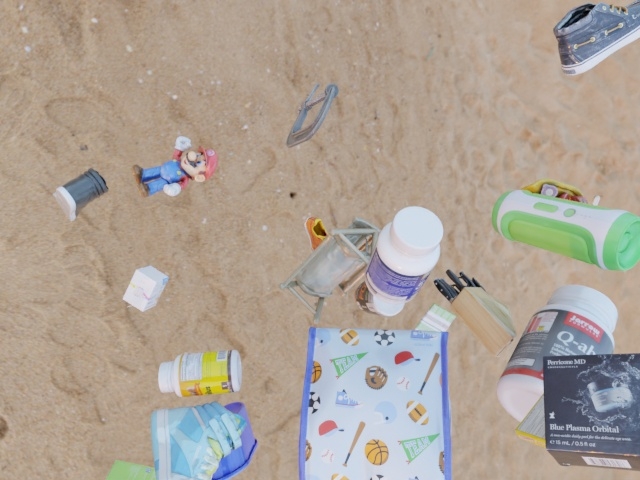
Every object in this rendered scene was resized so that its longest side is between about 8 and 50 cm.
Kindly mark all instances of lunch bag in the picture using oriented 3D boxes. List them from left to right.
[{"bbox_3d":[0.125,0.411,1.099,0.239,0.328,0.385,69,22,-58],"label":"lunch bag"}]

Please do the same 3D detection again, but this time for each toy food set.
[{"bbox_3d":[0.640,-0.083,1.317,0.071,0.218,0.128,-71,177,-58],"label":"toy food set"}]

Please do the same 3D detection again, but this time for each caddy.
[{"bbox_3d":[-0.315,0.602,1.411,0.341,0.242,0.179,39,36,-86],"label":"caddy"}]

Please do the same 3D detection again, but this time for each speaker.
[{"bbox_3d":[0.525,-0.029,1.065,0.131,0.297,0.131,-10,110,-29],"label":"speaker"}]

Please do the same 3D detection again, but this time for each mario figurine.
[{"bbox_3d":[-0.548,-0.284,1.867,0.321,0.170,0.198,-22,106,-14],"label":"mario figurine"}]

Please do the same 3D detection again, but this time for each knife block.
[{"bbox_3d":[0.464,0.203,1.517,0.242,0.088,0.275,30,26,0],"label":"knife block"}]

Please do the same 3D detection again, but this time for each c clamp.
[{"bbox_3d":[-0.014,-0.213,0.794,0.022,0.161,0.137,31,85,-22],"label":"c clamp"}]

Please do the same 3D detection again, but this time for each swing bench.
[{"bbox_3d":[0.055,0.074,1.437,0.165,0.253,0.255,46,27,5],"label":"swing bench"}]

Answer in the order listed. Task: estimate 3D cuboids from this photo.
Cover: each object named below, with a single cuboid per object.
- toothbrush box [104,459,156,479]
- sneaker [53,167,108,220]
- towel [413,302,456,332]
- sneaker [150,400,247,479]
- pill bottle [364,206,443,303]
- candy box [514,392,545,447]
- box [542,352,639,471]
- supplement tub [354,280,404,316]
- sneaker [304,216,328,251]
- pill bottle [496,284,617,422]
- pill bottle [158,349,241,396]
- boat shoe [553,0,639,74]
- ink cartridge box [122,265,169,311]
[{"bbox_3d":[-0.592,0.894,1.678,0.122,0.284,0.206,-80,-178,-67],"label":"toothbrush box"},{"bbox_3d":[-0.767,-0.148,1.588,0.147,0.296,0.104,-38,104,-28],"label":"sneaker"},{"bbox_3d":[0.389,0.301,1.700,0.113,0.023,0.152,30,99,-24],"label":"towel"},{"bbox_3d":[-0.247,0.485,1.068,0.208,0.319,0.127,-11,135,-18],"label":"sneaker"},{"bbox_3d":[0.149,0.027,0.875,0.112,0.112,0.186,-59,169,-31],"label":"pill bottle"},{"bbox_3d":[0.476,0.315,0.946,0.206,0.105,0.027,-38,102,-24],"label":"candy box"},{"bbox_3d":[0.446,0.270,0.779,0.093,0.156,0.158,46,46,-38],"label":"box"},{"bbox_3d":[0.187,0.185,1.603,0.117,0.190,0.116,1,85,-18],"label":"supplement tub"},{"bbox_3d":[0.000,0.000,1.631,0.064,0.067,0.175,-43,128,-23],"label":"sneaker"},{"bbox_3d":[0.619,0.296,1.265,0.363,0.210,0.210,-47,121,-31],"label":"pill bottle"},{"bbox_3d":[-0.334,0.374,1.376,0.215,0.117,0.117,-5,90,-2],"label":"pill bottle"},{"bbox_3d":[0.450,-0.344,0.765,0.183,0.065,0.083,-37,121,-3],"label":"boat shoe"},{"bbox_3d":[-0.623,0.177,1.747,0.143,0.090,0.092,-62,173,12],"label":"ink cartridge box"}]
